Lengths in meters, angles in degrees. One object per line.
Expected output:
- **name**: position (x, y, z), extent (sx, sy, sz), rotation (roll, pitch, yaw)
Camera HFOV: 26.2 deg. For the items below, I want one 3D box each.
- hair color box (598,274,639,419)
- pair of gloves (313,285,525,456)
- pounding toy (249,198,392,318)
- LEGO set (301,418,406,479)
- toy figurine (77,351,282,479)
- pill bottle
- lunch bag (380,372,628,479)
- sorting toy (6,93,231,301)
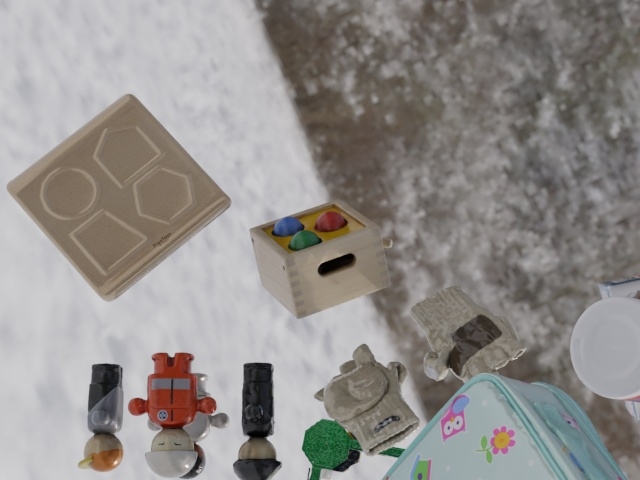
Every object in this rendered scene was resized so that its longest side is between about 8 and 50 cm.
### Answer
- **hair color box**: position (0.536, 0.100, 1.692), extent (0.105, 0.347, 0.174), rotation (-5, 83, -84)
- **pair of gloves**: position (0.118, 0.155, 1.629), extent (0.042, 0.240, 0.204), rotation (63, -12, -27)
- **pounding toy**: position (0.006, -0.005, 1.736), extent (0.206, 0.181, 0.094), rotation (-142, -144, -61)
- **LEGO set**: position (0.082, 0.380, 1.711), extent (0.192, 0.255, 0.331), rotation (40, 50, -70)
- **toy figurine**: position (-0.169, 0.224, 1.669), extent (0.213, 0.209, 0.148), rotation (13, 72, -45)
- **pill bottle**: position (0.360, 0.122, 1.484), extent (0.193, 0.108, 0.108), rotation (12, 48, -51)
- **lunch bag**: position (0.172, 0.259, 1.138), extent (0.108, 0.224, 0.279), rotation (18, 29, -39)
- **sorting toy**: position (-0.239, -0.052, 1.636), extent (0.208, 0.193, 0.038), rotation (46, -15, 18)
